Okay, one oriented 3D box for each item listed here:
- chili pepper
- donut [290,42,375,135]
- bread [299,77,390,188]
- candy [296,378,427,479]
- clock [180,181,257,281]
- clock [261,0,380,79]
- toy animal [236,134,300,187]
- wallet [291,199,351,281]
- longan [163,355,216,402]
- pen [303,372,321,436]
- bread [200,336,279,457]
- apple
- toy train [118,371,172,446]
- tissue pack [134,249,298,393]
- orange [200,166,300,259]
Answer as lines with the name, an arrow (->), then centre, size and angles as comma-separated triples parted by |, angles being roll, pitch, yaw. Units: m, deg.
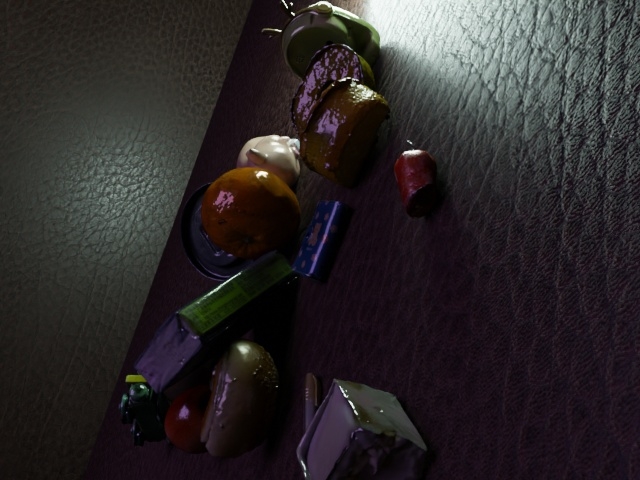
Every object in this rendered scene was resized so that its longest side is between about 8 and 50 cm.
chili pepper -> 0.188, -0.137, 1.323 | 0.086, 0.084, 0.192 | -33, 42, 29
donut -> 0.044, -0.383, 1.791 | 0.272, 0.107, 0.272 | -7, 80, 44
bread -> 0.041, -0.261, 1.624 | 0.160, 0.147, 0.261 | 38, 112, 24
candy -> 0.060, 0.345, 1.081 | 0.185, 0.137, 0.195 | -64, 21, 9
clock -> -0.311, -0.029, 2.147 | 0.318, 0.066, 0.319 | 3, 95, 30
clock -> -0.006, -0.543, 1.863 | 0.235, 0.308, 0.096 | -46, 29, 45
toy animal -> -0.149, -0.237, 2.096 | 0.213, 0.195, 0.256 | -39, 17, -19
wallet -> -0.001, 0.000, 1.662 | 0.202, 0.059, 0.141 | -69, 20, -3
longan -> -0.400, 0.406, 2.035 | 0.198, 0.198, 0.212 | -54, 25, 30
pen -> -0.016, 0.375, 1.379 | 0.040, 0.032, 0.233 | -27, 41, 24
bread -> -0.181, 0.339, 1.587 | 0.314, 0.171, 0.192 | -95, 21, -60
apple -> -0.321, 0.476, 1.783 | 0.168, 0.181, 0.181 | 120, 159, -43
toy train -> -0.548, 0.515, 2.170 | 0.369, 0.150, 0.237 | 94, 176, -53
tissue pack -> -0.263, 0.202, 1.724 | 0.288, 0.124, 0.394 | -47, -8, 38
orange -> -0.194, -0.077, 1.888 | 0.284, 0.283, 0.226 | -43, 32, 46
